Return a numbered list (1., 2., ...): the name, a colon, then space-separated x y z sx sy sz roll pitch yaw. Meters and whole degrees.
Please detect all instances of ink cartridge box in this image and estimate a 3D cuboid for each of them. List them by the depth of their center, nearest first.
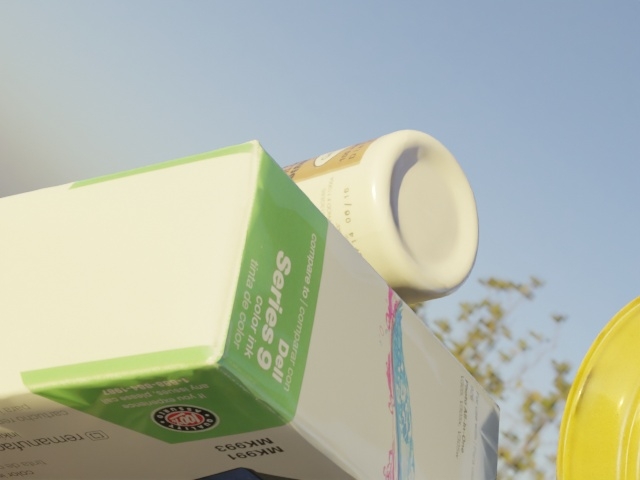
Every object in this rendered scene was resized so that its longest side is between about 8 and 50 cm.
1. ink cartridge box: -0.040 0.067 0.559 0.154 0.093 0.212 -11 -35 28

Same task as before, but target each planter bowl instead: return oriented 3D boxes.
1. planter bowl: 0.253 0.136 0.853 0.217 0.217 0.090 43 -22 -28

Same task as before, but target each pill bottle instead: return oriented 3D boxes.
1. pill bottle: 0.000 0.000 1.118 0.229 0.131 0.131 -15 -46 40
